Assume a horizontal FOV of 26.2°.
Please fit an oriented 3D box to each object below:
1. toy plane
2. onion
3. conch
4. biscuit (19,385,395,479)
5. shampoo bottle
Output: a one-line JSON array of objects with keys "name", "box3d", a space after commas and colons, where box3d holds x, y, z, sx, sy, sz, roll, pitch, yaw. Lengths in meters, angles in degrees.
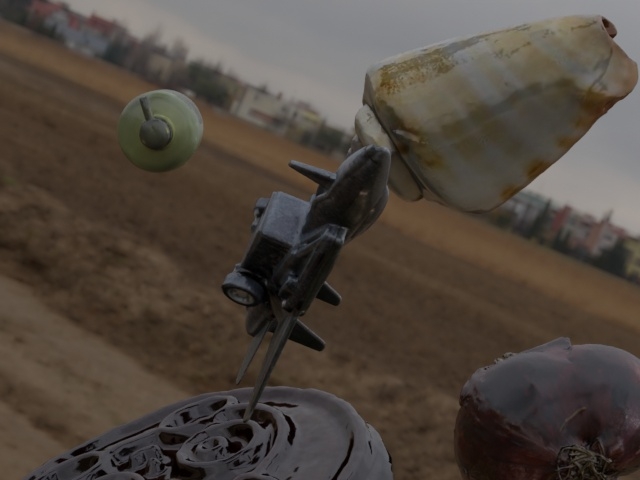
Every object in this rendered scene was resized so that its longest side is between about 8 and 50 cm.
[{"name": "toy plane", "box3d": [-0.011, -0.004, 0.961, 0.088, 0.212, 0.267, 20, -29, 0]}, {"name": "onion", "box3d": [0.299, 0.230, 1.716, 0.221, 0.281, 0.281, 52, -8, -21]}, {"name": "conch", "box3d": [0.126, -0.108, 1.146, 0.158, 0.255, 0.127, 62, 28, 5]}, {"name": "biscuit", "box3d": [-0.132, 0.245, 1.262, 0.407, 0.091, 0.407, -14, 15, 4]}, {"name": "shampoo bottle", "box3d": [-0.154, -0.105, 1.327, 0.079, 0.079, 0.162, 22, 6, -6]}]
